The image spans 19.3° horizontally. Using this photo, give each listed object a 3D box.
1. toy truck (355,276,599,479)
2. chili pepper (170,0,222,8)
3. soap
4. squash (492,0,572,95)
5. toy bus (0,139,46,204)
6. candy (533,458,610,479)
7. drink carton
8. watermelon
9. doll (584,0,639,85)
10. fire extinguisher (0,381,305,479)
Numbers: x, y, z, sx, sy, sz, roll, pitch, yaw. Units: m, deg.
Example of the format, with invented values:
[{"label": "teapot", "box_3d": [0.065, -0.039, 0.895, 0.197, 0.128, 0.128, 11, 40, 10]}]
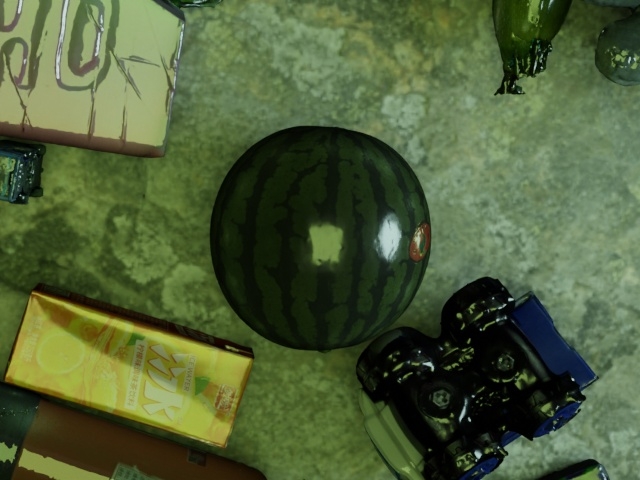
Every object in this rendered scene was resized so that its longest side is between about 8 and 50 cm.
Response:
[{"label": "toy truck", "box_3d": [0.145, 0.152, 1.785, 0.213, 0.177, 0.161, -32, 68, -9]}, {"label": "chili pepper", "box_3d": [-0.153, -0.315, 1.755, 0.108, 0.062, 0.216, -43, 97, -8]}, {"label": "soap", "box_3d": [-0.289, -0.195, 1.736, 0.323, 0.109, 0.193, 9, 96, -4]}, {"label": "squash", "box_3d": [0.211, -0.298, 1.766, 0.087, 0.087, 0.332, 7, 94, -5]}, {"label": "toy bus", "box_3d": [-0.288, -0.065, 1.730, 0.061, 0.153, 0.051, 10, 96, 1]}, {"label": "candy", "box_3d": [0.150, 0.309, 1.854, 0.312, 0.061, 0.088, -22, 97, -2]}, {"label": "drink carton", "box_3d": [-0.182, 0.119, 1.802, 0.223, 0.071, 0.096, 18, 95, -6]}, {"label": "watermelon", "box_3d": [0.000, 0.000, 1.732, 0.212, 0.212, 0.212, 0, 97, -4]}, {"label": "doll", "box_3d": [0.342, -0.245, 1.713, 0.340, 0.158, 0.246, 33, 77, -25]}, {"label": "fire extinguisher", "box_3d": [-0.171, 0.261, 1.820, 0.376, 0.113, 0.200, 18, 138, -5]}]
